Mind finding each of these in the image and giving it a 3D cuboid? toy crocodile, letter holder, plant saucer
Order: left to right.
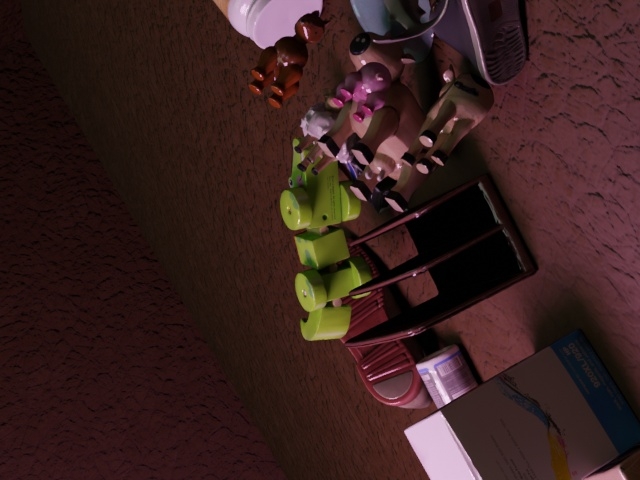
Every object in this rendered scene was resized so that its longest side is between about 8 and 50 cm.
[{"bbox_3d":[0.000,0.000,1.809,0.105,0.115,0.340,19,121,59],"label":"toy crocodile"},{"bbox_3d":[0.081,-0.322,1.538,0.195,0.037,0.195,53,159,31],"label":"plant saucer"},{"bbox_3d":[0.125,0.042,1.631,0.152,0.214,0.302,63,162,0],"label":"letter holder"}]

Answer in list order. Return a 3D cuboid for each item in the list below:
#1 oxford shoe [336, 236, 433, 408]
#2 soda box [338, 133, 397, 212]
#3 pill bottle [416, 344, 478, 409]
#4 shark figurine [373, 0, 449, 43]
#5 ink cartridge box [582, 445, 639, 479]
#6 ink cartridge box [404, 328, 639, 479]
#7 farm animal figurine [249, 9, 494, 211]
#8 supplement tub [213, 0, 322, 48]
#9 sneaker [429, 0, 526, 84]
[{"bbox_3d":[0.095,0.152,2.016,0.130,0.123,0.348,35,-152,-54],"label":"oxford shoe"},{"bbox_3d":[0.068,-0.124,1.798,0.169,0.060,0.053,51,155,30],"label":"soda box"},{"bbox_3d":[0.220,0.246,1.868,0.137,0.078,0.078,63,161,1],"label":"pill bottle"},{"bbox_3d":[0.067,-0.320,1.348,0.166,0.116,0.278,101,163,-67],"label":"shark figurine"},{"bbox_3d":[0.436,0.384,1.465,0.234,0.088,0.193,58,160,13],"label":"ink cartridge box"},{"bbox_3d":[0.265,0.258,1.518,0.168,0.233,0.171,59,161,10],"label":"ink cartridge box"},{"bbox_3d":[0.093,-0.175,1.481,0.330,0.172,0.326,28,161,29],"label":"farm animal figurine"},{"bbox_3d":[-0.100,-0.401,1.742,0.199,0.144,0.144,53,159,26],"label":"supplement tub"},{"bbox_3d":[0.162,-0.288,1.292,0.118,0.083,0.222,43,154,45],"label":"sneaker"}]
